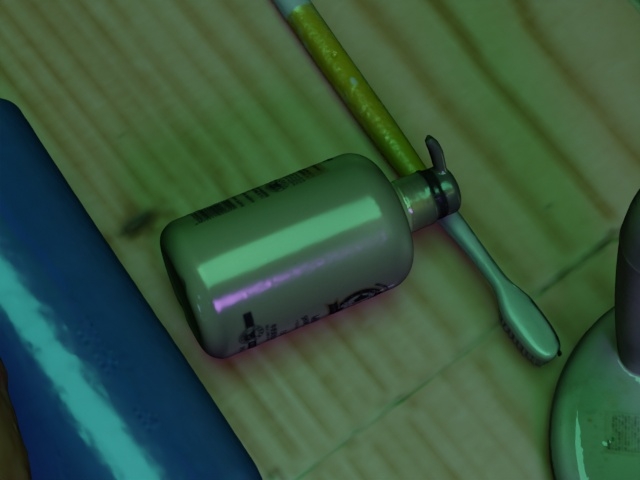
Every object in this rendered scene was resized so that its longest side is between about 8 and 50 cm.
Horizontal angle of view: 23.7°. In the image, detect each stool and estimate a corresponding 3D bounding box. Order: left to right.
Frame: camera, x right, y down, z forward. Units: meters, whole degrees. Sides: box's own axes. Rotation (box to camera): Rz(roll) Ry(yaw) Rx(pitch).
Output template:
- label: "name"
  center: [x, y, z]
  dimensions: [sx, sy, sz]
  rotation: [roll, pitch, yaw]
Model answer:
- label: "stool"
  center: [0.222, 0.077, 0.739]
  dimensions: [0.195, 0.198, 0.195]
  rotation: [2, 66, -1]

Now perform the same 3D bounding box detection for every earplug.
- label: "earplug"
  center: [-0.128, 0.072, 0.762]
  dimensions: [0.132, 0.132, 0.273]
  rotation: [-35, 77, -16]

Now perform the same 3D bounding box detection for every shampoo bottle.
- label: "shampoo bottle"
  center: [0.000, 0.000, 0.819]
  dimensions: [0.162, 0.079, 0.079]
  rotation: [-22, 71, -11]

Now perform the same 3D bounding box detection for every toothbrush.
- label: "toothbrush"
  center: [0.048, -0.046, 0.874]
  dimensions: [0.021, 0.024, 0.288]
  rotation: [-29, 70, -16]

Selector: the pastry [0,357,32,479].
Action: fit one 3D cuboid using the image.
- label: "pastry"
  center: [-0.318, 0.121, 0.626]
  dimensions: [0.410, 0.245, 0.409]
  rotation: [-2, 83, 16]
